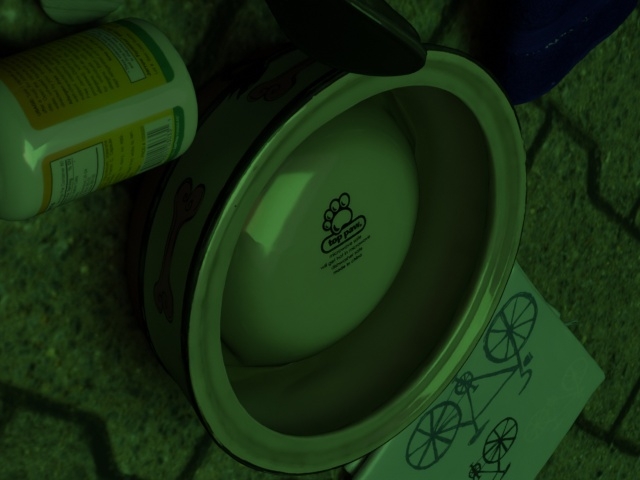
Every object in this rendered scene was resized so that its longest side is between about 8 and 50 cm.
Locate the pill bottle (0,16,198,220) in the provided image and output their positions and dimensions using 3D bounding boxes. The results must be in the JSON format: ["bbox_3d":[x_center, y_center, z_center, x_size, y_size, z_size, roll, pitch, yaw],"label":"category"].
[{"bbox_3d":[-0.206,-0.083,1.050,0.208,0.117,0.118,-26,129,-34],"label":"pill bottle"}]

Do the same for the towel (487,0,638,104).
[{"bbox_3d":[0.264,-0.268,1.363,0.227,0.076,0.308,-45,164,-18],"label":"towel"}]

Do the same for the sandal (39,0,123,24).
[{"bbox_3d":[-0.186,-0.270,1.006,0.102,0.076,0.265,-17,146,-22],"label":"sandal"}]

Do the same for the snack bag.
[{"bbox_3d":[0.200,0.213,1.699,0.323,0.037,0.342,-55,139,-6],"label":"snack bag"}]

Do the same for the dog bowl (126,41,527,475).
[{"bbox_3d":[0.000,0.000,1.285,0.408,0.150,0.408,-23,127,-34],"label":"dog bowl"}]

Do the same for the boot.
[{"bbox_3d":[0.009,-0.276,1.087,0.263,0.091,0.229,34,62,-26],"label":"boot"}]
